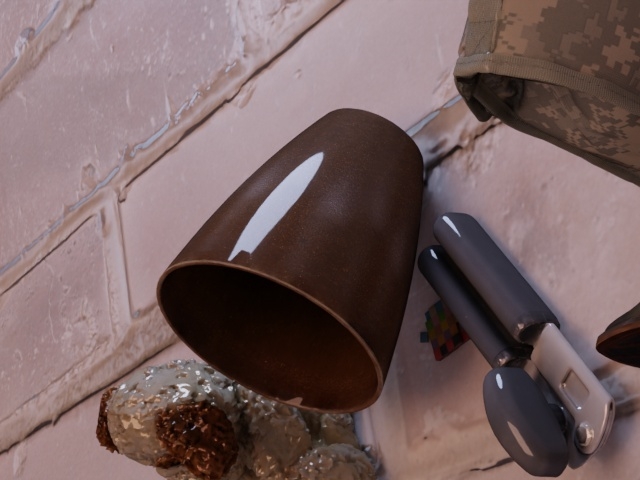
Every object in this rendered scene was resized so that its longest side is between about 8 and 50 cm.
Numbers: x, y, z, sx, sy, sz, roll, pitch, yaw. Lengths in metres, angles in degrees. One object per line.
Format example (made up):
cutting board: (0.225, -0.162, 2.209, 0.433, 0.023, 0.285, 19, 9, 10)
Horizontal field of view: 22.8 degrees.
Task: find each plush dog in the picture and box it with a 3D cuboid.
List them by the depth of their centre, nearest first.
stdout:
plush dog: (-0.095, 0.172, 1.532, 0.262, 0.225, 0.210, -6, 81, 55)

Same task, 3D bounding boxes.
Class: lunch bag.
lunch bag: (0.210, -0.171, 1.034, 0.169, 0.287, 0.235, 4, 77, 55)

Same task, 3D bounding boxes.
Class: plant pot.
plant pot: (0.000, 0.000, 1.422, 0.215, 0.215, 0.230, -23, 33, 53)

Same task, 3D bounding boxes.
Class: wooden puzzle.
wooden puzzle: (0.114, 0.076, 1.432, 0.083, 0.006, 0.049, -43, 52, 45)

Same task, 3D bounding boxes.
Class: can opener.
can opener: (0.152, 0.077, 1.311, 0.074, 0.093, 0.280, -64, 35, 29)

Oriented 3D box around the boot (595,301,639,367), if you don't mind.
boot: (0.286, 0.024, 1.152, 0.219, 0.082, 0.106, -31, 40, 55)
